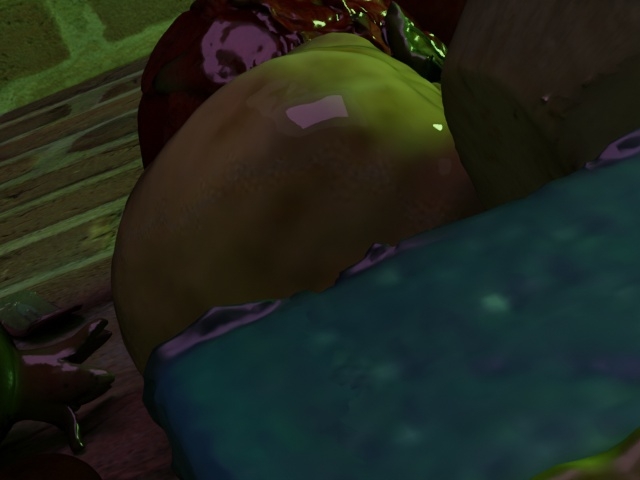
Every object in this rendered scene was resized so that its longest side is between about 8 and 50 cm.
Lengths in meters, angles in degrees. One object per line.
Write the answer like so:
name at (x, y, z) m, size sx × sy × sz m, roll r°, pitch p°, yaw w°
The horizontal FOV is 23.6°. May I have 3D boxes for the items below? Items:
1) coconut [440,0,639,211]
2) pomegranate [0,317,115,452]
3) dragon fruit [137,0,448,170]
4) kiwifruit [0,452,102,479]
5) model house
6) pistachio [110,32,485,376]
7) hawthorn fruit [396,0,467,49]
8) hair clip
coconut at (0.225, -0.069, 0.670) m, size 0.323 × 0.323 × 0.323 m, roll -20°, pitch 16°, yaw 6°
pomegranate at (-0.238, 0.103, 1.058) m, size 0.191 × 0.131 × 0.152 m, roll -2°, pitch 7°, yaw -12°
dragon fruit at (-0.021, -0.082, 1.167) m, size 0.244 × 0.244 × 0.299 m, roll -27°, pitch 1°, yaw -18°
kiwifruit at (-0.157, 0.160, 0.835) m, size 0.075 × 0.075 × 0.124 m, roll -16°, pitch 13°, yaw 19°
model house at (0.111, 0.114, 0.392) m, size 0.237 × 0.215 × 0.303 m, roll -23°, pitch 19°, yaw -6°
pistachio at (0.000, 0.000, 0.894) m, size 0.321 × 0.229 × 0.238 m, roll -13°, pitch 49°, yaw 56°
hawthorn fruit at (0.176, -0.212, 1.255) m, size 0.284 × 0.284 × 0.284 m, roll -20°, pitch 16°, yaw 6°
hair clip at (-0.254, 0.065, 1.363) m, size 0.054 × 0.022 × 0.137 m, roll -29°, pitch 17°, yaw -27°
